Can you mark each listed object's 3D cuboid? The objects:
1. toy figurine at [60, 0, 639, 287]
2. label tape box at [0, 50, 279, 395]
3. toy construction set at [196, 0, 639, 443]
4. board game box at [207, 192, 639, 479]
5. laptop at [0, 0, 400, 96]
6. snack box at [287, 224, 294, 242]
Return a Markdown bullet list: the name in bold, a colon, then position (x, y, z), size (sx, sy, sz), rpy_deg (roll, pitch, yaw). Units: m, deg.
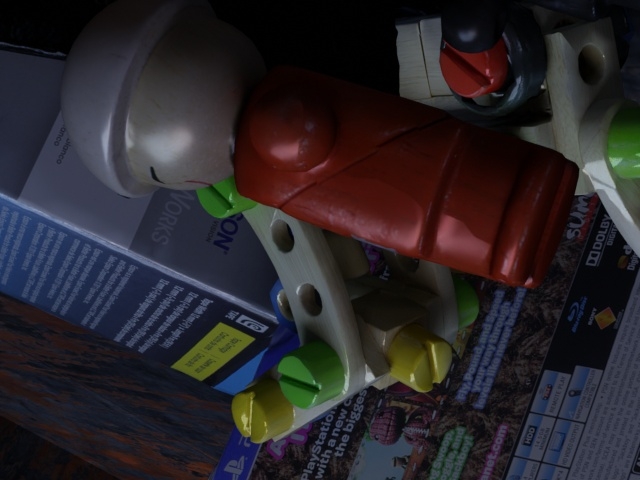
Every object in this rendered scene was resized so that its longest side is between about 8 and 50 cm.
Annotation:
- **toy figurine**: position (0.023, -0.116, 0.432), size (0.148, 0.213, 0.209), rpy_deg (19, 139, 18)
- **label tape box**: position (-0.125, -0.005, 1.120), size (0.348, 0.115, 0.249), rpy_deg (23, 162, -8)
- **toy construction set**: position (0.076, -0.005, 0.740), size (0.328, 0.215, 0.151), rpy_deg (-4, -167, 36)
- **board game box**: position (0.122, 0.085, 0.881), size (0.291, 0.232, 0.141), rpy_deg (8, 158, 40)
- **laptop**: position (-0.101, -0.104, 0.637), size (0.234, 0.264, 0.136), rpy_deg (8, 132, -9)
- **snack box**: position (0.000, 0.000, 1.126), size (0.064, 0.022, 0.178), rpy_deg (27, 162, -9)
